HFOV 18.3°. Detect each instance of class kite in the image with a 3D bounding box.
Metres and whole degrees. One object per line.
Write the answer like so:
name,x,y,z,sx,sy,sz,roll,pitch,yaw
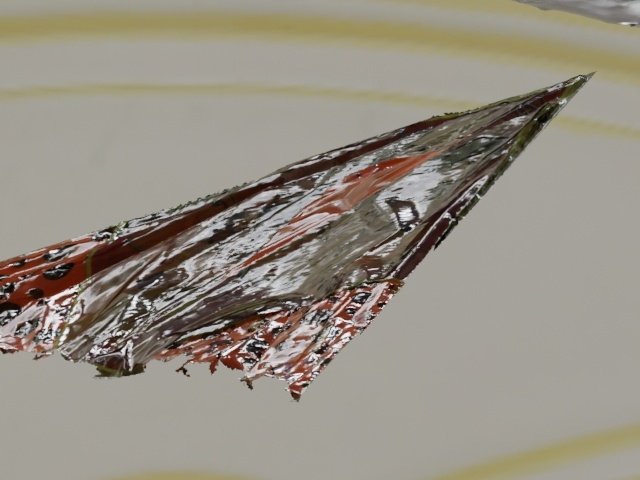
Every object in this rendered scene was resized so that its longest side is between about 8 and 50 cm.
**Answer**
kite,0.000,-0.001,0.383,0.125,0.008,0.222,-29,-16,18

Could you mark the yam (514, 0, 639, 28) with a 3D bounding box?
yam,0.158,-0.103,0.678,0.259,0.093,0.093,9,-47,-31
